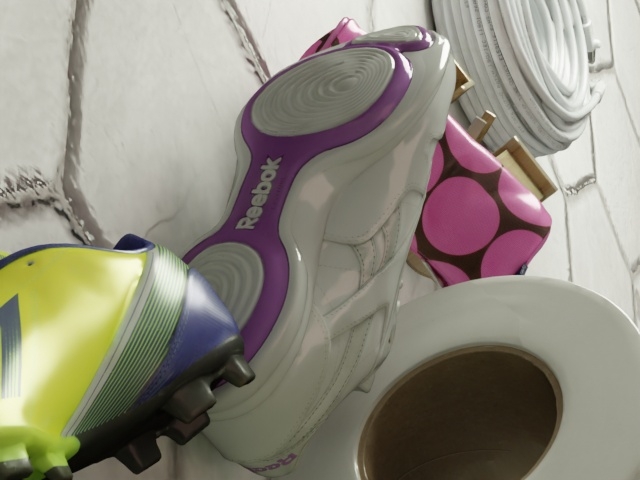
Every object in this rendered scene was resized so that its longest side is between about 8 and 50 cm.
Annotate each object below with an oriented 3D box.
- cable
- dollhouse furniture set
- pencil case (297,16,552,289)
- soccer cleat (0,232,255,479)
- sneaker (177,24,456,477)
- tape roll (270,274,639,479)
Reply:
[{"bbox_3d":[0.185,-0.205,1.403,0.257,0.089,0.257,67,28,-20],"label":"cable"},{"bbox_3d":[0.078,-0.053,1.148,0.161,0.101,0.182,52,27,2],"label":"dollhouse furniture set"},{"bbox_3d":[0.058,-0.047,0.989,0.209,0.098,0.095,44,-4,-3],"label":"pencil case"},{"bbox_3d":[-0.140,0.060,0.637,0.121,0.093,0.289,50,27,12],"label":"soccer cleat"},{"bbox_3d":[0.000,0.000,0.884,0.305,0.114,0.152,-60,142,-28],"label":"sneaker"},{"bbox_3d":[0.113,0.165,0.907,0.169,0.246,0.246,60,31,-36],"label":"tape roll"}]
